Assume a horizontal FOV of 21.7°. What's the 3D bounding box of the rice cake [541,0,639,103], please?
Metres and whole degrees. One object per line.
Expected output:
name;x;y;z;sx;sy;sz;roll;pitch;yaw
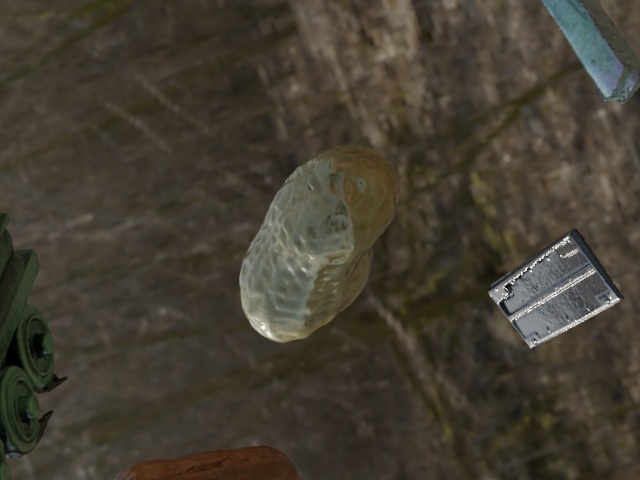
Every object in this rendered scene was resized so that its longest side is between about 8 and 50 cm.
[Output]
rice cake;0.239;-0.221;1.577;0.043;0.034;0.211;-49;58;38

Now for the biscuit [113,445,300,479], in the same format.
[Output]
biscuit;-0.110;0.269;1.544;0.036;0.192;0.186;59;143;42

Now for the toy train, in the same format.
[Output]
toy train;-0.162;0.051;0.711;0.170;0.071;0.111;-82;-16;-57

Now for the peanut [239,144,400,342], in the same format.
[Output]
peanut;0.000;0.000;2.036;0.313;0.152;0.152;-64;36;40

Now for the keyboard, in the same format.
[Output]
keyboard;0.174;0.039;1.264;0.064;0.010;0.198;55;162;4
